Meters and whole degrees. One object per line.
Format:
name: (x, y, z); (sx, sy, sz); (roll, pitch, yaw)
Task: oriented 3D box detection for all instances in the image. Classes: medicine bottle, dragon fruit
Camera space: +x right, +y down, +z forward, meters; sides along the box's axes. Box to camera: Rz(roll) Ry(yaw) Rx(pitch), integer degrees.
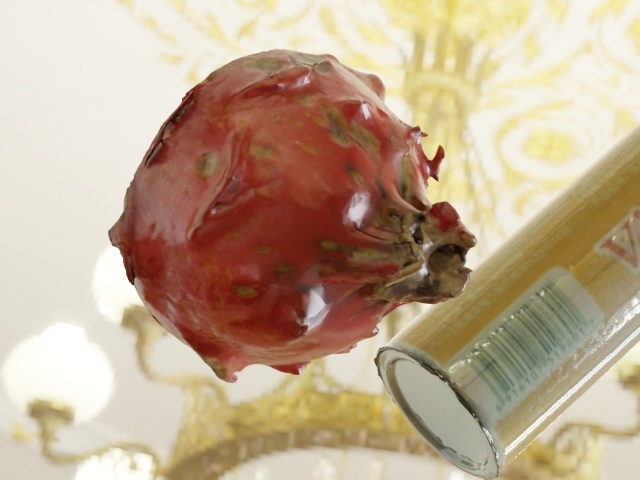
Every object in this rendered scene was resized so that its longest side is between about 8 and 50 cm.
medicine bottle: (0.211, -0.038, 1.038); (0.108, 0.426, 0.108); (43, -21, 21)
dragon fruit: (0.000, 0.000, 0.777); (0.153, 0.153, 0.111); (42, -10, -38)
